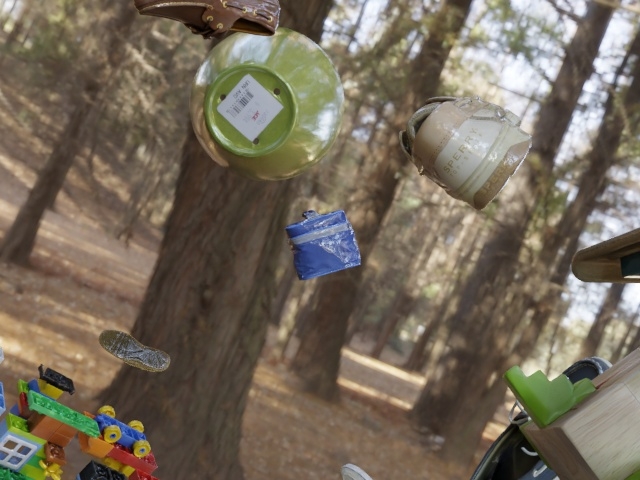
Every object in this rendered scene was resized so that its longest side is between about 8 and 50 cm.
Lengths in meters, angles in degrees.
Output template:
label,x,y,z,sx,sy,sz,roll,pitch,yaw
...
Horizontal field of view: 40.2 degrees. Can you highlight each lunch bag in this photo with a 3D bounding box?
label,x,y,z,sx,sy,sz,roll,pitch,yaw
lunch bag,0.000,0.000,0.883,0.067,0.065,0.098,-15,2,-4

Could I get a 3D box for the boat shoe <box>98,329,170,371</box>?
label,x,y,z,sx,sy,sz,roll,pitch,yaw
boat shoe,-0.343,0.207,1.594,0.135,0.050,0.045,28,-30,-9

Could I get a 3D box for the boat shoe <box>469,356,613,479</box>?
label,x,y,z,sx,sy,sz,roll,pitch,yaw
boat shoe,0.270,0.246,1.093,0.079,0.254,0.095,26,18,-35

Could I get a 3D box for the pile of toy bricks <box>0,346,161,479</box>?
label,x,y,z,sx,sy,sz,roll,pitch,yaw
pile of toy bricks,-0.219,0.163,0.640,0.212,0.105,0.118,39,7,-36

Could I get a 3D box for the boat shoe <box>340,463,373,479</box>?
label,x,y,z,sx,sy,sz,roll,pitch,yaw
boat shoe,0.055,0.320,1.077,0.035,0.035,0.100,-26,60,-37

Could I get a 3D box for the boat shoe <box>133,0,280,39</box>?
label,x,y,z,sx,sy,sz,roll,pitch,yaw
boat shoe,-0.112,-0.241,0.914,0.178,0.060,0.064,-12,7,-41

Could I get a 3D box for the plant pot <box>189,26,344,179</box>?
label,x,y,z,sx,sy,sz,roll,pitch,yaw
plant pot,-0.100,-0.215,1.416,0.274,0.275,0.293,24,11,-2

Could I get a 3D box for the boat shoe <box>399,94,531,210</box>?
label,x,y,z,sx,sy,sz,roll,pitch,yaw
boat shoe,0.154,-0.118,0.987,0.110,0.122,0.341,34,8,-1

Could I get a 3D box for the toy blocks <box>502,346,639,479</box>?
label,x,y,z,sx,sy,sz,roll,pitch,yaw
toy blocks,0.299,0.108,0.661,0.191,0.261,0.381,55,-1,15

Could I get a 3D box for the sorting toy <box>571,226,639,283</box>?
label,x,y,z,sx,sy,sz,roll,pitch,yaw
sorting toy,0.396,0.007,0.717,0.307,0.041,0.229,2,-16,-13
